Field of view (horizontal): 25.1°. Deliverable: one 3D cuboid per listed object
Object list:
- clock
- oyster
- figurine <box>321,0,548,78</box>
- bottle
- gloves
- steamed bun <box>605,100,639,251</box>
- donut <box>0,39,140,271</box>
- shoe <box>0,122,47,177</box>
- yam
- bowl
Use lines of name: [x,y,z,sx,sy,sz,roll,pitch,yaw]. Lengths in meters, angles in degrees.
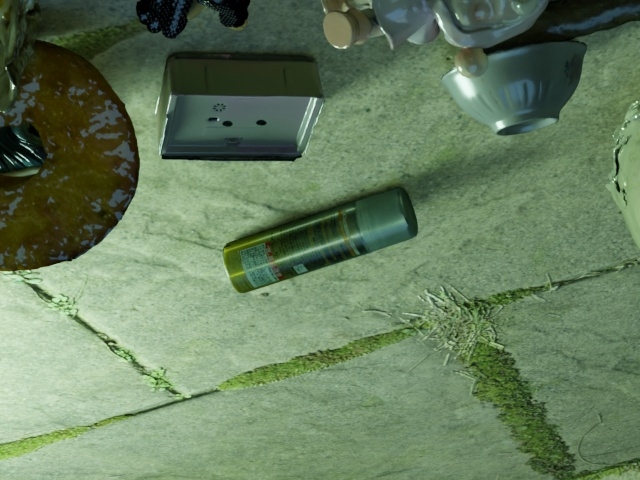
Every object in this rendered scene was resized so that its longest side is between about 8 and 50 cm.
clock: [-0.104,-0.167,1.805,0.192,0.071,0.147,-1,150,-14]
oyster: [-0.373,-0.219,1.532,0.166,0.110,0.341,32,115,2]
figurine: [0.137,-0.280,1.620,0.276,0.200,0.133,-11,-168,5]
bottle: [0.000,0.000,2.115,0.286,0.082,0.082,-18,149,15]
gloves: [-0.140,-0.287,1.585,0.129,0.106,0.181,-1,178,-12]
steamed bun: [0.528,-0.080,1.909,0.233,0.311,0.333,2,146,-15]
donut: [-0.360,-0.111,1.692,0.303,0.110,0.302,0,114,-1]
shoe: [-0.364,-0.132,1.793,0.207,0.091,0.106,-6,128,2]
yam: [0.309,-0.272,1.755,0.274,0.061,0.061,-14,150,11]
bowl: [0.252,-0.182,1.806,0.189,0.086,0.189,-12,172,-2]
